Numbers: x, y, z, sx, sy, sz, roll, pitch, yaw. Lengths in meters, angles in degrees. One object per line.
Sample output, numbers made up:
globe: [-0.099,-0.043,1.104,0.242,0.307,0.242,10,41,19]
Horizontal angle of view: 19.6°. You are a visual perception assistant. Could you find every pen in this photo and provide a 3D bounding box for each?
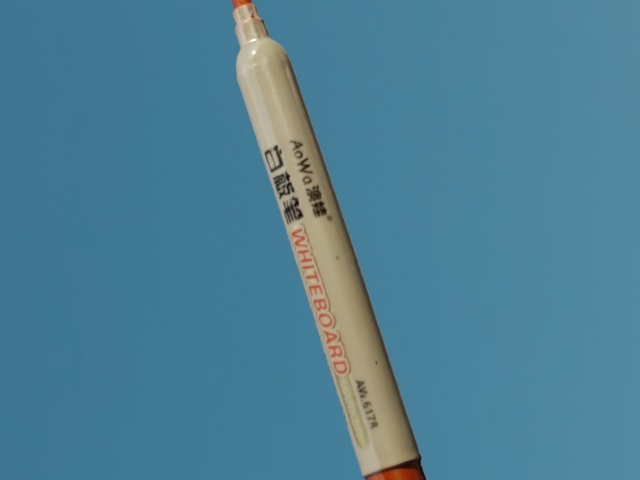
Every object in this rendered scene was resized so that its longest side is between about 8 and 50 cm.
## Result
pen: [0.000,0.000,0.723,0.026,0.026,0.218,-7,-104,-51]
